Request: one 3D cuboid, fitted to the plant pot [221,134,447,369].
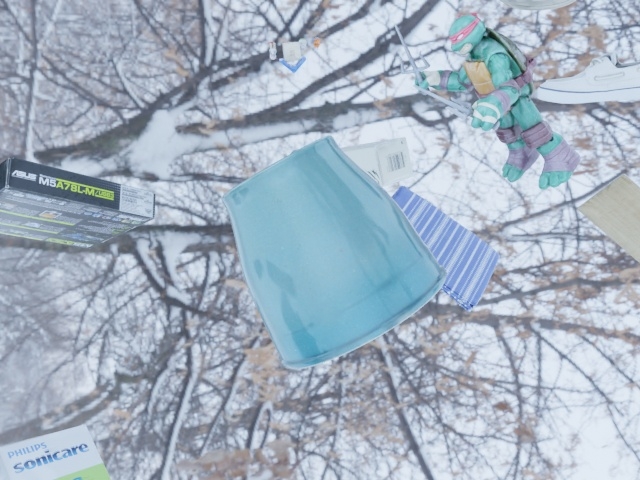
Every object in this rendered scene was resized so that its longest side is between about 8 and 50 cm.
[{"bbox_3d":[0.000,0.000,0.883,0.255,0.272,0.272,61,-27,-5],"label":"plant pot"}]

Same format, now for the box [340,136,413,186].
[{"bbox_3d":[0.072,-0.171,1.437,0.275,0.113,0.094,0,-73,50],"label":"box"}]

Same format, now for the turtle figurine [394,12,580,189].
[{"bbox_3d":[0.186,-0.163,0.686,0.118,0.234,0.175,-39,-159,14],"label":"turtle figurine"}]

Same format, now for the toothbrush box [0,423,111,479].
[{"bbox_3d":[-0.317,0.401,0.726,0.206,0.122,0.283,-47,-116,26],"label":"toothbrush box"}]

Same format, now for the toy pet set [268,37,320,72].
[{"bbox_3d":[-0.058,-0.430,1.437,0.114,0.122,0.065,-103,-173,-67],"label":"toy pet set"}]

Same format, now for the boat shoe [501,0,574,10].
[{"bbox_3d":[0.215,-0.333,0.747,0.075,0.206,0.065,89,19,-47],"label":"boat shoe"}]

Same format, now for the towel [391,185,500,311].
[{"bbox_3d":[0.296,0.013,1.616,0.336,0.243,0.040,36,-42,4],"label":"towel"}]

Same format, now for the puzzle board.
[{"bbox_3d":[0.446,-0.028,0.875,0.128,0.011,0.096,42,-33,5],"label":"puzzle board"}]

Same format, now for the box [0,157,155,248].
[{"bbox_3d":[-0.345,-0.041,0.805,0.184,0.191,0.045,-15,-110,43],"label":"box"}]

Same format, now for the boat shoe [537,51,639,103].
[{"bbox_3d":[0.557,-0.317,1.192,0.268,0.096,0.088,6,-65,35],"label":"boat shoe"}]
